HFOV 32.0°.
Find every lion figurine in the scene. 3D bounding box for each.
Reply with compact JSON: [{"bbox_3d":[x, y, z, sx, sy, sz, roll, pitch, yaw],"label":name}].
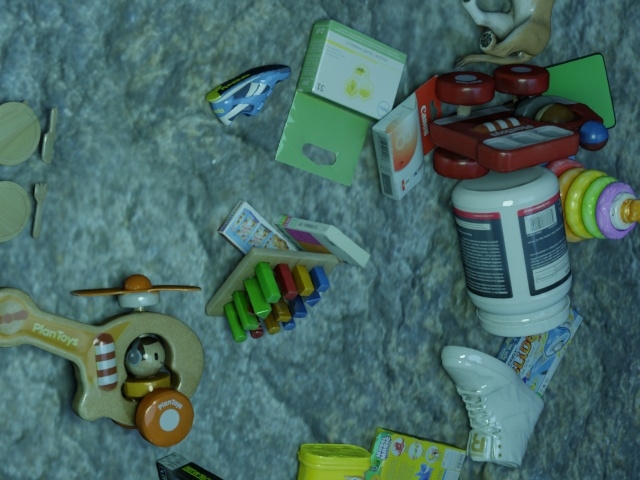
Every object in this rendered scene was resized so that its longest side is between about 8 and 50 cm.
[{"bbox_3d":[0.386,-0.453,1.995,0.240,0.142,0.392,17,103,-44],"label":"lion figurine"}]

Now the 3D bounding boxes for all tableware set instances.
[{"bbox_3d":[-0.434,-0.095,1.516,0.128,0.039,0.194,-1,105,-47],"label":"tableware set"}]

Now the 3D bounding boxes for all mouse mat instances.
[{"bbox_3d":[0.495,-0.273,2.152,0.189,0.007,0.153,-18,100,-32],"label":"mouse mat"}]

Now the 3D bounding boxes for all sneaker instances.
[{"bbox_3d":[-0.106,-0.227,1.717,0.144,0.053,0.059,-30,114,-19],"label":"sneaker"},{"bbox_3d":[0.307,0.321,2.065,0.292,0.108,0.169,38,64,-35],"label":"sneaker"}]

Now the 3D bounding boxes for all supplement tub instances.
[{"bbox_3d":[0.346,0.015,1.998,0.191,0.191,0.272,-23,111,-30],"label":"supplement tub"}]

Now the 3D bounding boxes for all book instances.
[{"bbox_3d":[0.000,0.000,1.776,0.096,0.144,0.035,39,75,-34],"label":"book"}]

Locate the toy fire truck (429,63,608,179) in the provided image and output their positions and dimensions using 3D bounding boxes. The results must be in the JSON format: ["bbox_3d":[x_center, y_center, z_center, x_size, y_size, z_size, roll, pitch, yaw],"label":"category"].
[{"bbox_3d":[0.342,-0.184,1.880,0.302,0.254,0.169,-13,116,-29],"label":"toy fire truck"}]

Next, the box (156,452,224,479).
[{"bbox_3d":[-0.174,0.438,1.705,0.045,0.190,0.184,-18,109,-34],"label":"box"}]

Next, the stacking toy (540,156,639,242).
[{"bbox_3d":[0.516,-0.062,2.036,0.175,0.302,0.166,-35,117,-27],"label":"stacking toy"}]

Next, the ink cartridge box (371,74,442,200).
[{"bbox_3d":[0.165,-0.173,1.891,0.179,0.045,0.145,-39,138,-28],"label":"ink cartridge box"}]

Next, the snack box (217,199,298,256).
[{"bbox_3d":[-0.086,0.014,1.793,0.178,0.022,0.064,44,74,-33],"label":"snack box"}]

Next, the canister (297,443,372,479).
[{"bbox_3d":[0.014,0.440,1.906,0.126,0.073,0.170,6,97,-25],"label":"canister"}]

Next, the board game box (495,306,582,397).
[{"bbox_3d":[0.422,0.203,2.184,0.136,0.035,0.201,37,77,-34],"label":"board game box"}]

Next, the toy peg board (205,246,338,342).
[{"bbox_3d":[-0.067,0.095,1.733,0.160,0.079,0.161,6,139,-36],"label":"toy peg board"}]

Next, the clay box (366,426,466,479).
[{"bbox_3d":[0.157,0.417,2.023,0.222,0.053,0.127,20,86,-35],"label":"clay box"}]

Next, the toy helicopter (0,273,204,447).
[{"bbox_3d":[-0.316,0.136,1.585,0.355,0.140,0.235,25,82,-33],"label":"toy helicopter"}]

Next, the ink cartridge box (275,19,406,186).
[{"bbox_3d":[0.035,-0.220,1.818,0.171,0.056,0.235,17,86,-37],"label":"ink cartridge box"}]
